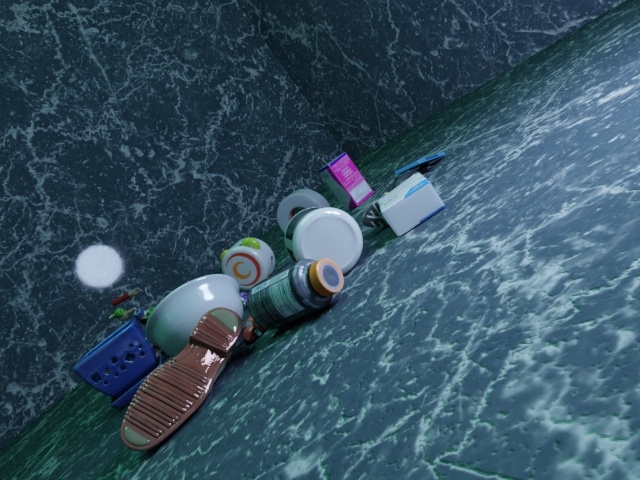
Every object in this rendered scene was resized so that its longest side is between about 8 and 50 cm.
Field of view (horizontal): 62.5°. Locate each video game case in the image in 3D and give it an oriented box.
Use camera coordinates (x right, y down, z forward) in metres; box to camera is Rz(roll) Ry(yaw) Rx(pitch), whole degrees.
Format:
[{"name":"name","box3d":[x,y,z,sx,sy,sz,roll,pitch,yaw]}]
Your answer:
[{"name":"video game case","box3d":[0.368,-0.284,1.943,0.166,0.015,0.119,-22,0,-39]}]

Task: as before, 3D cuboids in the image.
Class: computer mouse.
[{"name":"computer mouse","box3d":[0.284,-0.205,1.891,0.184,0.060,0.262,-28,12,39]}]

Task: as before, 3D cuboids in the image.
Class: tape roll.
[{"name":"tape roll","box3d":[-0.065,-0.099,2.163,0.219,0.219,0.072,-31,9,31]}]

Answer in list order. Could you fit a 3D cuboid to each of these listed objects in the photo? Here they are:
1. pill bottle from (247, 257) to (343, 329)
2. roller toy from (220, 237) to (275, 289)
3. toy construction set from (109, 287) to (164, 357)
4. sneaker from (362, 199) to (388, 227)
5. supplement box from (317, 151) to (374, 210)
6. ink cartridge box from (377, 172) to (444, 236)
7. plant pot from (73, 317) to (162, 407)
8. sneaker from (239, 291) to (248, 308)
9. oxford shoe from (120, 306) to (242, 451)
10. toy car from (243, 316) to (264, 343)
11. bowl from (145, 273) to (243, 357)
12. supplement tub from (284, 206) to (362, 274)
[{"name":"pill bottle","box3d":[-0.058,0.125,1.285,0.246,0.130,0.130,-29,12,39]},{"name":"roller toy","box3d":[-0.289,0.092,2.120,0.209,0.191,0.146,-31,11,21]},{"name":"toy construction set","box3d":[-0.641,0.315,2.068,0.237,0.308,0.257,-29,19,15]},{"name":"sneaker","box3d":[0.213,-0.100,1.612,0.209,0.081,0.094,-32,1,-13]},{"name":"supplement box","box3d":[0.110,-0.254,2.290,0.114,0.220,0.111,-39,10,-24]},{"name":"ink cartridge box","box3d":[0.243,-0.102,1.444,0.148,0.086,0.203,-34,8,11]},{"name":"plant pot","box3d":[-0.678,0.427,1.824,0.236,0.212,0.236,-38,9,-15]},{"name":"sneaker","box3d":[-0.295,0.213,1.946,0.071,0.068,0.170,-34,7,-18]},{"name":"oxford shoe","box3d":[-0.318,0.347,1.275,0.397,0.141,0.146,-50,-15,-40]},{"name":"toy car","box3d":[-0.134,0.184,1.514,0.239,0.053,0.225,-37,9,-4]},{"name":"bowl","box3d":[-0.331,0.246,1.502,0.298,0.134,0.297,-29,-32,-20]},{"name":"supplement tub","box3d":[0.000,0.000,1.503,0.191,0.191,0.272,-38,9,-6]}]
